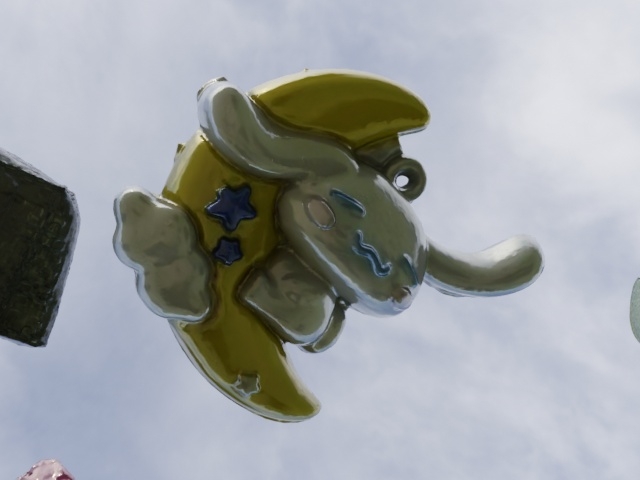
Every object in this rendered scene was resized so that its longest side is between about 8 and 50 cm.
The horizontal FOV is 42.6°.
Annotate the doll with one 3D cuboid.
[{"bbox_3d":[0.000,0.000,0.547,0.237,0.111,0.252,-42,-75,-7],"label":"doll"}]

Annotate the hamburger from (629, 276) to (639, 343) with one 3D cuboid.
[{"bbox_3d":[0.435,0.099,1.012,0.054,0.121,0.084,6,-79,-42],"label":"hamburger"}]

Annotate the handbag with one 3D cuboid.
[{"bbox_3d":[-0.359,-0.017,0.796,0.270,0.089,0.175,28,-93,-11],"label":"handbag"}]

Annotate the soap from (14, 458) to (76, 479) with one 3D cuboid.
[{"bbox_3d":[-0.248,0.430,0.819,0.128,0.233,0.359,-20,-54,-37],"label":"soap"}]
